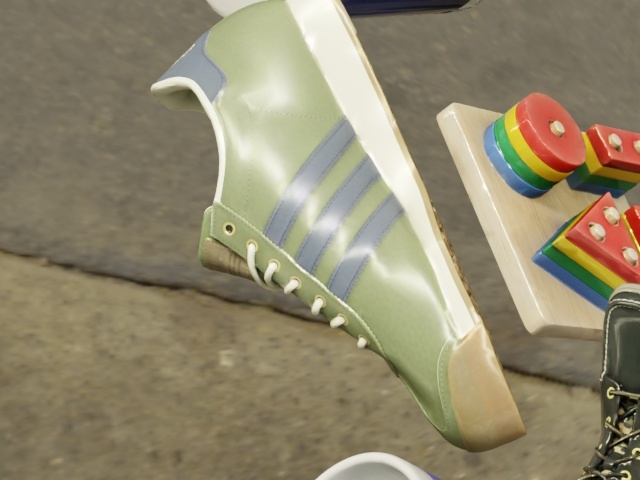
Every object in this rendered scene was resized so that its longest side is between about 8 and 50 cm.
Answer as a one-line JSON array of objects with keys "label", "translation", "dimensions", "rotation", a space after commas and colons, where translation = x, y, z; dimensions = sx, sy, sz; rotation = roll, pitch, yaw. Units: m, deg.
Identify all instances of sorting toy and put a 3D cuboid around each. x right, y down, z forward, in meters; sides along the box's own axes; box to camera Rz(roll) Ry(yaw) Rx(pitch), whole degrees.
[{"label": "sorting toy", "translation": [0.270, -0.030, 1.807], "dimensions": [0.089, 0.255, 0.257], "rotation": [-39, 60, 34]}]

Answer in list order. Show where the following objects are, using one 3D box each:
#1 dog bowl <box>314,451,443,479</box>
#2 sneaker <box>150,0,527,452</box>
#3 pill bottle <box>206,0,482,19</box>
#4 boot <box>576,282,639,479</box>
[{"label": "dog bowl", "translation": [0.055, 0.356, 1.819], "dimensions": [0.265, 0.104, 0.265], "rotation": [-34, 41, 36]}, {"label": "sneaker", "translation": [0.000, 0.000, 0.649], "dimensions": [0.086, 0.064, 0.192], "rotation": [-24, 72, 3]}, {"label": "pill bottle", "translation": [0.031, -0.148, 0.807], "dimensions": [0.094, 0.169, 0.094], "rotation": [19, 113, 53]}, {"label": "boot", "translation": [0.254, 0.174, 1.509], "dimensions": [0.085, 0.178, 0.236], "rotation": [8, 122, 36]}]
